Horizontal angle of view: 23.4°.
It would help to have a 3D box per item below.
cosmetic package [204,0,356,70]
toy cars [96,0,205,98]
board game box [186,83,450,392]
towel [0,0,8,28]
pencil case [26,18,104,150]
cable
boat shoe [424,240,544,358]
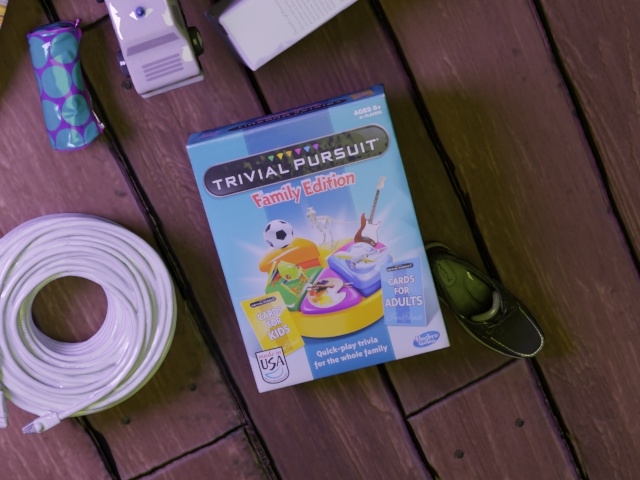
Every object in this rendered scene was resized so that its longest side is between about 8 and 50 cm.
[{"bbox_3d":[-0.019,-0.307,1.886,0.231,0.117,0.085,-36,108,-3],"label":"cosmetic package"},{"bbox_3d":[-0.164,-0.357,1.768,0.176,0.087,0.394,22,96,2],"label":"toy cars"},{"bbox_3d":[0.000,0.000,1.946,0.253,0.079,0.336,-15,105,5],"label":"board game box"},{"bbox_3d":[-0.442,-0.213,1.823,0.102,0.021,0.237,18,116,-11],"label":"towel"},{"bbox_3d":[-0.308,-0.188,1.871,0.070,0.064,0.152,-10,105,5],"label":"pencil case"},{"bbox_3d":[-0.308,0.092,1.919,0.257,0.089,0.257,-15,104,-11],"label":"cable"},{"bbox_3d":[0.214,0.088,2.046,0.223,0.073,0.080,41,92,-16],"label":"boat shoe"}]
